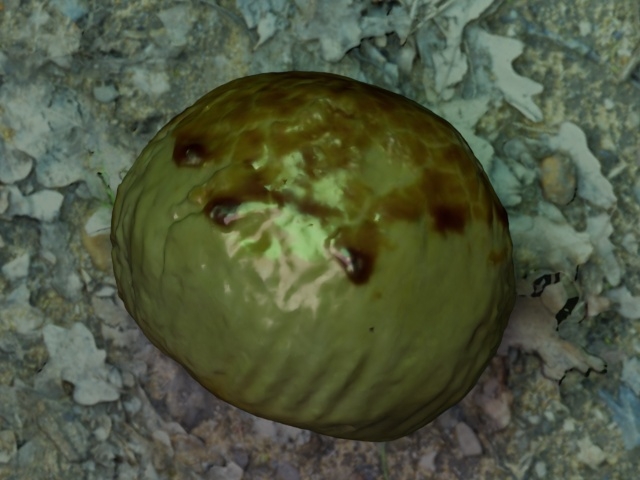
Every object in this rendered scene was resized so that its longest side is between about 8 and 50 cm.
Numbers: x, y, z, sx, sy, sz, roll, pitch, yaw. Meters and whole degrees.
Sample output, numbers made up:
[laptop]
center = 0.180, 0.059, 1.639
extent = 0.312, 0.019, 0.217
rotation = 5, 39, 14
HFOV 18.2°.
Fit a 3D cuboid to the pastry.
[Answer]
[pastry]
center = 0.000, 0.000, 1.866
extent = 0.388, 0.388, 0.312
rotation = 29, 101, 16
